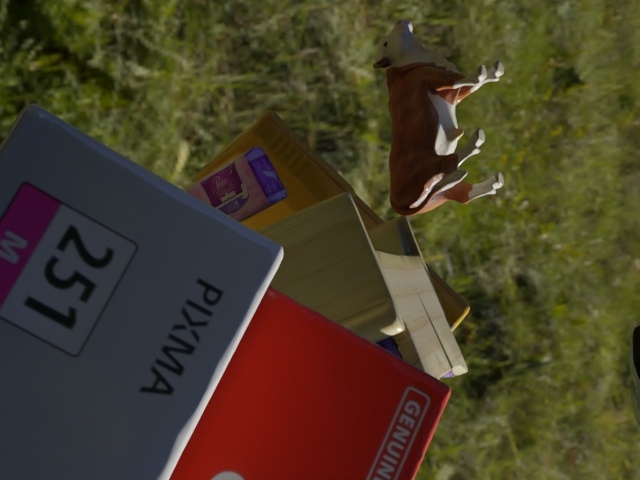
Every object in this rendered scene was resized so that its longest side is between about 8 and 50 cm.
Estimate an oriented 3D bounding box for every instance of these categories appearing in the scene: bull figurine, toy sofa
[{"bbox_3d":[0.168,-0.187,1.740,0.188,0.101,0.310,-10,-109,33],"label":"bull figurine"},{"bbox_3d":[0.020,0.074,1.060,0.362,0.150,0.177,6,62,-79],"label":"toy sofa"}]

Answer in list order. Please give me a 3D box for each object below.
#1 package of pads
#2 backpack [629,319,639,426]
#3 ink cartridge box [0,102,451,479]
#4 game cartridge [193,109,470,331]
[{"bbox_3d":[-0.072,-0.041,0.998,0.083,0.032,0.050,-27,-88,40],"label":"package of pads"},{"bbox_3d":[0.545,0.149,1.402,0.273,0.356,0.290,87,-16,-53],"label":"backpack"},{"bbox_3d":[-0.084,0.120,0.484,0.275,0.239,0.060,-64,-170,-20],"label":"ink cartridge box"},{"bbox_3d":[0.000,0.000,1.431,0.323,0.052,0.285,46,-22,-8],"label":"game cartridge"}]
